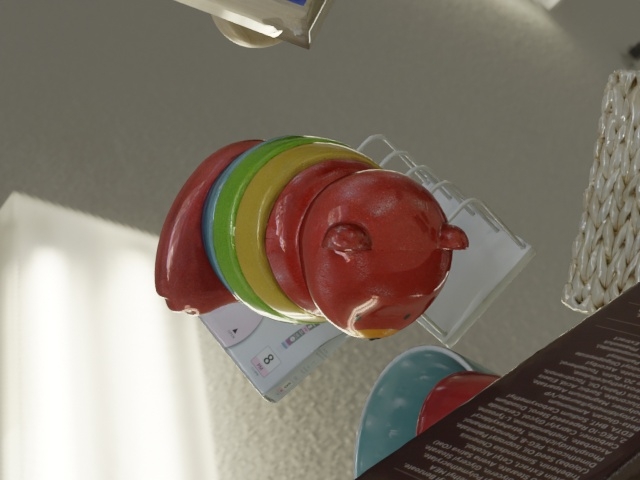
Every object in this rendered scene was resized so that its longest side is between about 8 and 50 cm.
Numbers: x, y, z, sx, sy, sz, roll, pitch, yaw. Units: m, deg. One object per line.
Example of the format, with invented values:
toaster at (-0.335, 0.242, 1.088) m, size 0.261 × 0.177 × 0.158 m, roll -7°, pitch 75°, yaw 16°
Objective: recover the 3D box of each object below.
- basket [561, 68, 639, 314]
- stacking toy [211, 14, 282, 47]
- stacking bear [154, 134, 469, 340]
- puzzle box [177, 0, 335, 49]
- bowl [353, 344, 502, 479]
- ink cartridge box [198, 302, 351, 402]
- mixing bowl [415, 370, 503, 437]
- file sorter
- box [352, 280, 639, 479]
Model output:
basket at (0.501, -0.022, 1.413) m, size 0.267 × 0.328 × 0.331 m, roll 14°, pitch -176°, yaw 38°
stacking toy at (-0.133, -0.380, 1.559) m, size 0.141 × 0.141 × 0.330 m, roll 18°, pitch -160°, yaw -35°
stacking bear at (0.000, 0.000, 0.894) m, size 0.176 × 0.289 × 0.164 m, roll 7°, pitch -88°, yaw -25°
puzzle box at (-0.138, -0.326, 0.841) m, size 0.409 × 0.052 × 0.272 m, roll 22°, pitch -108°, yaw 10°
bowl at (0.191, 0.290, 1.443) m, size 0.163 × 0.311 × 0.311 m, roll 6°, pitch -132°, yaw -29°
ink cartridge box at (-0.036, 0.066, 1.502) m, size 0.189 × 0.232 × 0.066 m, roll 48°, pitch -178°, yaw 27°
mixing bowl at (0.202, 0.219, 1.230) m, size 0.182 × 0.098 × 0.181 m, roll 14°, pitch -114°, yaw -33°
file sorter at (0.141, -0.011, 1.741) m, size 0.173 × 0.193 × 0.278 m, roll 42°, pitch 179°, yaw -39°
box at (0.171, 0.179, 0.708) m, size 0.381 × 0.143 × 0.191 m, roll -28°, pitch -65°, yaw -33°
